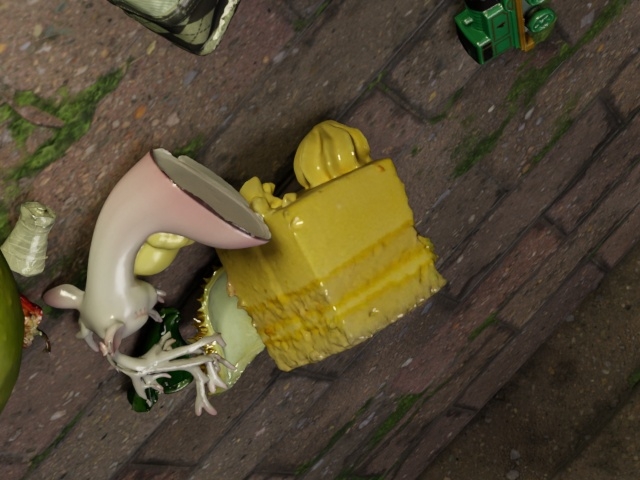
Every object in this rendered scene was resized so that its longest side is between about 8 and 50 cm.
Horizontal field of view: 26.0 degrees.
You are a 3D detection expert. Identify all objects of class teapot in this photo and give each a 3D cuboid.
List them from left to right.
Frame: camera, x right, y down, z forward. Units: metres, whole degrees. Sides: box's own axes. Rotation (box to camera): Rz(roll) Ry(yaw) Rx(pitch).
[{"bbox_3d":[-0.334,-0.008,1.600,0.067,0.057,0.083,-80,-164,-61],"label":"teapot"}]

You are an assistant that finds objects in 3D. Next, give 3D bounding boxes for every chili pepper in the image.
[{"bbox_3d":[-0.383,0.085,1.667,0.059,0.050,0.268,-62,158,-11],"label":"chili pepper"},{"bbox_3d":[-0.233,0.174,2.052,0.108,0.062,0.216,-34,155,-38],"label":"chili pepper"}]

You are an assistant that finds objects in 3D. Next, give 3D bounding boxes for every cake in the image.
[{"bbox_3d":[0.000,0.000,1.920,0.227,0.286,0.222,-31,-178,-34],"label":"cake"}]

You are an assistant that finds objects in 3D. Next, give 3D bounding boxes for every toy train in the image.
[{"bbox_3d":[0.255,-0.335,1.974,0.136,0.091,0.228,-33,156,0],"label":"toy train"}]

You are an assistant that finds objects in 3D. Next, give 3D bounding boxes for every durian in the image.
[{"bbox_3d":[-0.114,0.109,2.038,0.252,0.139,0.144,-42,162,-24],"label":"durian"}]

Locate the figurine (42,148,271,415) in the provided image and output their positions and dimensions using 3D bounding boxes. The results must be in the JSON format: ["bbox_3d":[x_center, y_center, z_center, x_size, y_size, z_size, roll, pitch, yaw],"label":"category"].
[{"bbox_3d":[-0.196,0.068,1.778,0.316,0.206,0.284,-47,146,17],"label":"figurine"}]

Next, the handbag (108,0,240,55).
[{"bbox_3d":[-0.149,-0.377,1.169,0.317,0.180,0.416,-55,151,2],"label":"handbag"}]

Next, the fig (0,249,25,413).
[{"bbox_3d":[-0.423,0.083,1.336,0.316,0.316,0.316,-36,155,-20],"label":"fig"}]
